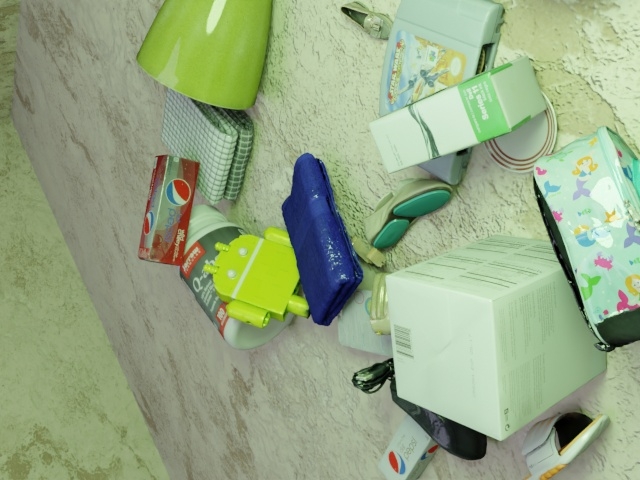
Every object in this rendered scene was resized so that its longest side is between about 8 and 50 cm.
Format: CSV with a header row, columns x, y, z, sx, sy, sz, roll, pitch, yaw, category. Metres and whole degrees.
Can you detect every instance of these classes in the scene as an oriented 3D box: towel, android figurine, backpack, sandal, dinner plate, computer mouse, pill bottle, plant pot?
x,y,z,sx,sy,sz,roll,pitch,yaw,category
-0.288,-0.266,1.695,0.284,0.121,0.235,49,140,27,towel
-0.131,0.079,1.520,0.272,0.248,0.056,20,151,11,android figurine
0.378,-0.018,0.815,0.191,0.225,0.254,-33,71,31,backpack
0.364,0.344,1.088,0.076,0.101,0.265,50,141,24,sandal
0.303,-0.175,1.019,0.141,0.017,0.141,25,123,45,dinner plate
0.206,0.300,1.254,0.272,0.188,0.072,36,112,30,computer mouse
0.000,0.000,1.392,0.228,0.076,0.308,113,146,-57,towel
-0.236,0.085,1.691,0.363,0.210,0.210,46,137,31,pill bottle
-0.214,-0.476,1.415,0.275,0.274,0.294,44,120,34,plant pot

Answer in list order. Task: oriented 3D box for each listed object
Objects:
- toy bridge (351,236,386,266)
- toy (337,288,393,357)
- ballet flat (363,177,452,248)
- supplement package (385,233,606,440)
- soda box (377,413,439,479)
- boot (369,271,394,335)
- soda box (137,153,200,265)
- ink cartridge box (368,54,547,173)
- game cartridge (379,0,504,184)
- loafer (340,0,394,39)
x,y,z,sx,sy,sz,roll,pitch,yaw,category
0.084,0.021,1.362,0.063,0.026,0.188,40,175,-27,toy bridge
0.134,0.165,1.361,0.237,0.056,0.137,8,107,47,toy
0.151,-0.067,1.225,0.248,0.086,0.086,-43,70,53,ballet flat
0.264,0.124,0.987,0.198,0.262,0.200,11,113,51,supplement package
0.193,0.429,1.383,0.074,0.069,0.216,48,137,31,soda box
0.196,0.177,1.203,0.203,0.095,0.262,-8,94,37,boot
-0.374,-0.074,1.636,0.083,0.092,0.264,5,84,53,soda box
0.197,-0.182,0.970,0.208,0.153,0.087,-16,101,41,ink cartridge box
0.186,-0.264,1.110,0.198,0.062,0.297,33,130,36,game cartridge
0.084,-0.395,1.199,0.125,0.039,0.045,44,135,34,loafer
